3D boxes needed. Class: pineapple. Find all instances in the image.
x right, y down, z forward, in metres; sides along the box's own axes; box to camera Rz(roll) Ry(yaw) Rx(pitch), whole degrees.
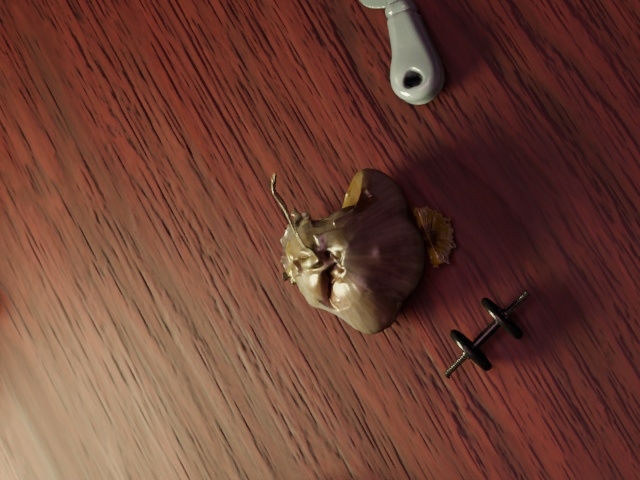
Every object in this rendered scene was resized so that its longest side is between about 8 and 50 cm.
[{"bbox_3d":[0.149,-0.009,1.875,0.019,0.045,0.083,-24,85,57],"label":"pineapple"}]

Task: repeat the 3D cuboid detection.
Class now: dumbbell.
[{"bbox_3d":[0.206,0.116,1.827,0.147,0.069,0.069,-46,72,8],"label":"dumbbell"}]

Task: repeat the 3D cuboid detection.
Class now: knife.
[{"bbox_3d":[0.087,-0.329,1.938,0.080,0.044,0.331,-24,71,23],"label":"knife"}]

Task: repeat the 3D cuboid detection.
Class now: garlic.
[{"bbox_3d":[0.000,0.000,1.850,0.207,0.257,0.207,-41,34,35],"label":"garlic"}]
